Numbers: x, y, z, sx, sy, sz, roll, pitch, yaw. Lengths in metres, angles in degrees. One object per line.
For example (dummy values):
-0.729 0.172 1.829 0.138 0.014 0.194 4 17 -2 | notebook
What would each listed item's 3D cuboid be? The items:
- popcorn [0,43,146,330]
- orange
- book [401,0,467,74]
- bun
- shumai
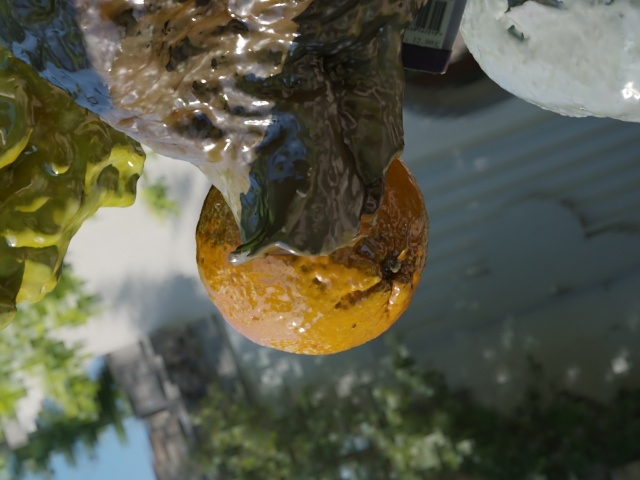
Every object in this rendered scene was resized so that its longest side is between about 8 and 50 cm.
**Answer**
-0.292 -0.055 1.469 0.241 0.250 0.235 28 163 14 | popcorn
0.000 -0.002 1.017 0.135 0.117 0.136 6 -99 -41 | orange
0.025 -0.213 0.997 0.026 0.157 0.231 -113 35 -61 | book
0.243 -0.214 1.108 0.354 0.354 0.194 -92 -22 -68 | bun
-0.037 -0.073 0.803 0.166 0.205 0.176 16 117 65 | shumai
